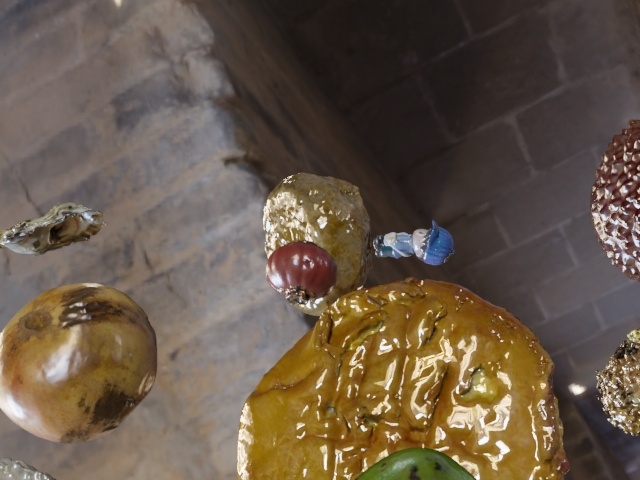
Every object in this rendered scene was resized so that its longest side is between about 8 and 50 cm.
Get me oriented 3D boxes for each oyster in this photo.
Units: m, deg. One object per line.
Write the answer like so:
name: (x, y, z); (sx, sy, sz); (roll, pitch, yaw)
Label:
oyster: (-0.387, -0.015, 1.321); (0.165, 0.053, 0.108); (-20, 174, -8)

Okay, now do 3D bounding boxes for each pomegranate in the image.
pomegranate: (0.095, 0.276, 0.811); (0.156, 0.220, 0.156); (-10, 116, -20)
pomegranate: (-0.472, 0.234, 1.820); (0.322, 0.322, 0.322); (-14, 147, -9)

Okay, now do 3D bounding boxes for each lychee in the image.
lychee: (0.612, -0.069, 1.606); (0.305, 0.306, 0.330); (-6, 148, -20)

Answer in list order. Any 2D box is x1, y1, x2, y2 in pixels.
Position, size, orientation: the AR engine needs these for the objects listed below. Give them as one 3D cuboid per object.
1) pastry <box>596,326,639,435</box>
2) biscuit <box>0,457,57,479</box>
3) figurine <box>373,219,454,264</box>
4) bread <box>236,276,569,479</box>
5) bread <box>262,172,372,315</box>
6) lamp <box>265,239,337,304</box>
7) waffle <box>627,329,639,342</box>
pastry: (0.672, 0.273, 1.865); (0.275, 0.193, 0.275); (-37, 157, -18)
biscuit: (-0.218, 0.277, 0.824); (0.249, 0.133, 0.032); (14, 176, 11)
figurine: (0.164, 0.014, 1.648); (0.136, 0.080, 0.077); (-16, -173, 21)
bread: (0.108, 0.248, 1.116); (0.398, 0.398, 0.215); (-22, 155, 5)
bread: (0.000, 0.000, 1.484); (0.122, 0.230, 0.230); (-12, 148, -27)
lamp: (-0.027, 0.044, 1.301); (0.101, 0.090, 0.101); (8, 149, 5)
waffle: (0.470, 0.135, 1.307); (0.078, 0.016, 0.085); (19, 159, -20)
